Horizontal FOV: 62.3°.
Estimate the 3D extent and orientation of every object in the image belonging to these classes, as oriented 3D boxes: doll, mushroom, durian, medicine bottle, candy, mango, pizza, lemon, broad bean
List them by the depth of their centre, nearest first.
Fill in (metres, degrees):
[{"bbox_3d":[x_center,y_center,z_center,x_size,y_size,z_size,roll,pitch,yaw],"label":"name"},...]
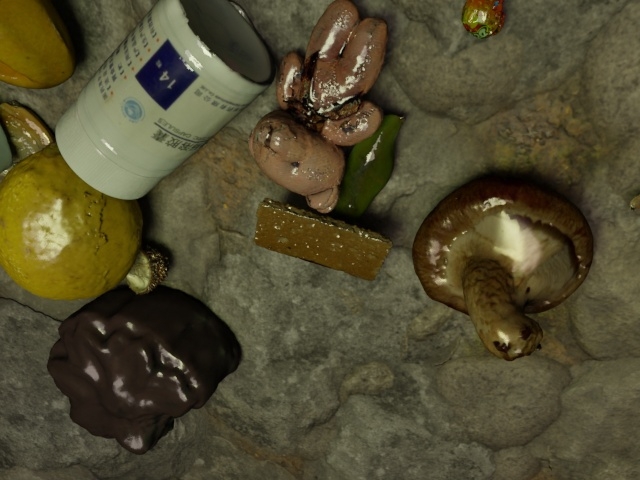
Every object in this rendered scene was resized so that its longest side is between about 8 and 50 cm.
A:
[{"bbox_3d":[0.234,-0.375,0.703,0.060,0.060,0.201,13,114,8],"label":"candy"},{"bbox_3d":[-0.015,-0.203,0.796,0.201,0.156,0.303,37,123,20],"label":"doll"},{"bbox_3d":[-0.540,-0.387,0.813,0.365,0.182,0.252,40,149,-26],"label":"mango"},{"bbox_3d":[-0.250,-0.221,0.830,0.332,0.190,0.190,-33,106,28],"label":"medicine bottle"},{"bbox_3d":[0.287,0.025,0.833,0.267,0.254,0.268,0,98,-3],"label":"mushroom"},{"bbox_3d":[0.052,-0.076,0.904,0.075,0.067,0.325,38,120,10],"label":"broad bean"},{"bbox_3d":[-0.456,-0.032,0.963,0.253,0.253,0.311,11,117,9],"label":"lemon"},{"bbox_3d":[-0.626,-0.189,1.042,0.261,0.034,0.181,10,122,10],"label":"pizza"},{"bbox_3d":[-0.347,0.049,1.078,0.140,0.071,0.111,-10,96,46],"label":"durian"}]

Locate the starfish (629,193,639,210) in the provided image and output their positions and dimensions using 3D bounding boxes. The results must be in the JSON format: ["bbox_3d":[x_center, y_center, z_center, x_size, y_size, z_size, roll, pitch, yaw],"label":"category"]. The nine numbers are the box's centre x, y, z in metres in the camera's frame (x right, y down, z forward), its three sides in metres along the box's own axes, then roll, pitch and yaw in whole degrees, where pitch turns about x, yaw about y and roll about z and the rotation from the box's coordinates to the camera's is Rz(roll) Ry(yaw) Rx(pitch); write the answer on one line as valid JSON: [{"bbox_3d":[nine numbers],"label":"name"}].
[{"bbox_3d":[0.581,-0.071,0.769,0.235,0.062,0.277,36,124,-6],"label":"starfish"}]

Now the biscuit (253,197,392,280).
[{"bbox_3d":[0.000,0.000,0.902,0.230,0.025,0.131,18,144,0],"label":"biscuit"}]

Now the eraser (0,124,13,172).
[{"bbox_3d":[-0.743,-0.197,1.000,0.289,0.104,0.189,-4,118,24],"label":"eraser"}]

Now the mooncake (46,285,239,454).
[{"bbox_3d":[-0.398,0.279,1.157,0.350,0.212,0.381,36,120,0],"label":"mooncake"}]
